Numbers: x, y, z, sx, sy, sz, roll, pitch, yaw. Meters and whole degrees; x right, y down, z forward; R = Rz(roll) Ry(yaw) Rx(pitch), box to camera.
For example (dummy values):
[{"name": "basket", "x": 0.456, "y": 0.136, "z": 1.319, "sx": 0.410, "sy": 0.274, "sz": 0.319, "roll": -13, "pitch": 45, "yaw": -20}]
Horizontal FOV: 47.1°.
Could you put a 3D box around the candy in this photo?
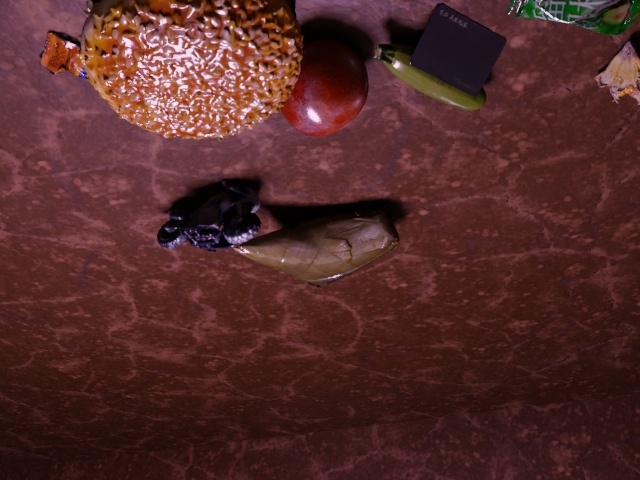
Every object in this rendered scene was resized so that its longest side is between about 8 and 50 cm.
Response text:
[{"name": "candy", "x": 0.414, "y": -0.395, "z": 1.157, "sx": 0.203, "sy": 0.078, "sz": 0.141, "roll": 12, "pitch": 135, "yaw": 0}]

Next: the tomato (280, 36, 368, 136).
[{"name": "tomato", "x": -0.003, "y": -0.261, "z": 1.278, "sx": 0.167, "sy": 0.167, "sz": 0.167, "roll": -1, "pitch": 147, "yaw": -1}]

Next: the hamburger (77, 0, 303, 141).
[{"name": "hamburger", "x": -0.186, "y": -0.313, "z": 1.099, "sx": 0.330, "sy": 0.250, "sz": 0.330, "roll": -1, "pitch": 147, "yaw": 0}]

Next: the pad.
[{"name": "pad", "x": 0.238, "y": -0.325, "z": 1.264, "sx": 0.157, "sy": 0.003, "sz": 0.112, "roll": 18, "pitch": 108, "yaw": -27}]

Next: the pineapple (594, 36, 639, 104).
[{"name": "pineapple", "x": 0.548, "y": -0.299, "z": 1.297, "sx": 0.069, "sy": 0.116, "sz": 0.137, "roll": -6, "pitch": -164, "yaw": -33}]

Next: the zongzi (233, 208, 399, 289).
[{"name": "zongzi", "x": 0.000, "y": 0.000, "z": 1.638, "sx": 0.274, "sy": 0.145, "sz": 0.300, "roll": -26, "pitch": 156, "yaw": 28}]

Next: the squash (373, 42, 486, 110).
[{"name": "squash", "x": 0.194, "y": -0.295, "z": 1.305, "sx": 0.252, "sy": 0.066, "sz": 0.066, "roll": 20, "pitch": 141, "yaw": -28}]

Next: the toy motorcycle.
[{"name": "toy motorcycle", "x": -0.236, "y": -0.051, "z": 1.614, "sx": 0.270, "sy": 0.159, "sz": 0.106, "roll": -2, "pitch": 140, "yaw": 31}]

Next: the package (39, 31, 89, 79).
[{"name": "package", "x": -0.433, "y": -0.312, "z": 1.287, "sx": 0.111, "sy": 0.033, "sz": 0.077, "roll": 22, "pitch": 150, "yaw": -23}]
